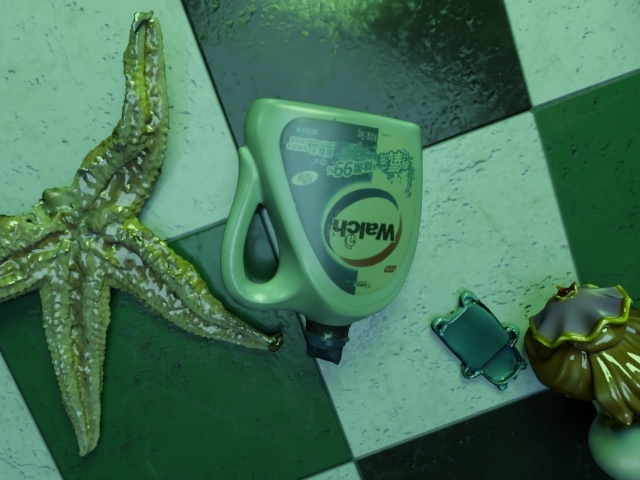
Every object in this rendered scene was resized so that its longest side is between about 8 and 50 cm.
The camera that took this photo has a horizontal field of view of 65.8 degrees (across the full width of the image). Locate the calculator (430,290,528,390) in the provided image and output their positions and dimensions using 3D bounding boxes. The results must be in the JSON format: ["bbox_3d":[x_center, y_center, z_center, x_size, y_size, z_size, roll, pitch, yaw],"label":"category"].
[{"bbox_3d":[0.207,0.131,0.631,0.094,0.019,0.141,-43,100,3],"label":"calculator"}]

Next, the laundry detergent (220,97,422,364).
[{"bbox_3d":[0.000,0.000,0.548,0.214,0.105,0.281,6,100,-17],"label":"laundry detergent"}]

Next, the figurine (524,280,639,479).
[{"bbox_3d":[0.341,0.164,0.566,0.142,0.189,0.264,-31,83,-3],"label":"figurine"}]

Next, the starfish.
[{"bbox_3d":[-0.244,0.036,0.531,0.398,0.132,0.384,-35,109,-15],"label":"starfish"}]
